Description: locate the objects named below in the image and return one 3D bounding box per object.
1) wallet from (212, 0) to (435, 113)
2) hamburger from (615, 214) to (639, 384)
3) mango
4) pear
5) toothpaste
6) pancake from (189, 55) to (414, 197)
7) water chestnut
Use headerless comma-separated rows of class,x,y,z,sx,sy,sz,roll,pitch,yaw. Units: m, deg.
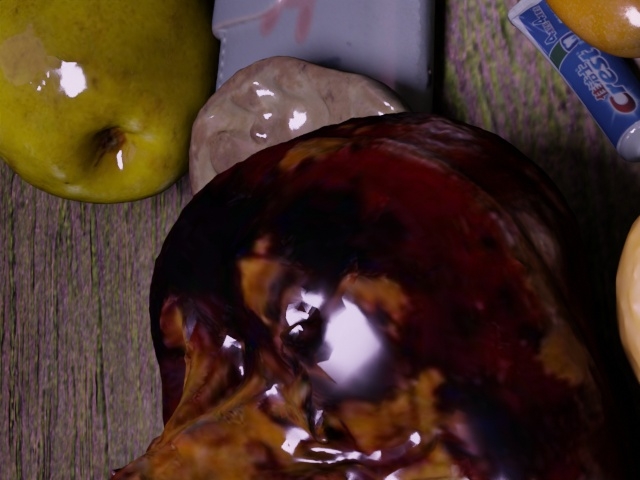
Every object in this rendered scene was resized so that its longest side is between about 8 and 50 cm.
wallet,0.004,-0.220,1.234,0.252,0.083,0.360,-6,78,48
hamburger,0.240,0.031,0.819,0.162,0.115,0.162,-14,72,49
mango,0.184,-0.195,0.980,0.102,0.085,0.184,-38,64,38
pear,-0.208,-0.176,1.372,0.253,0.253,0.307,-51,32,34
toothpaste,0.183,-0.112,1.001,0.057,0.035,0.197,-43,47,19
pancake,0.000,0.000,1.152,0.294,0.049,0.294,14,109,45
water chestnut,0.022,0.095,0.895,0.335,0.347,0.335,11,108,38
